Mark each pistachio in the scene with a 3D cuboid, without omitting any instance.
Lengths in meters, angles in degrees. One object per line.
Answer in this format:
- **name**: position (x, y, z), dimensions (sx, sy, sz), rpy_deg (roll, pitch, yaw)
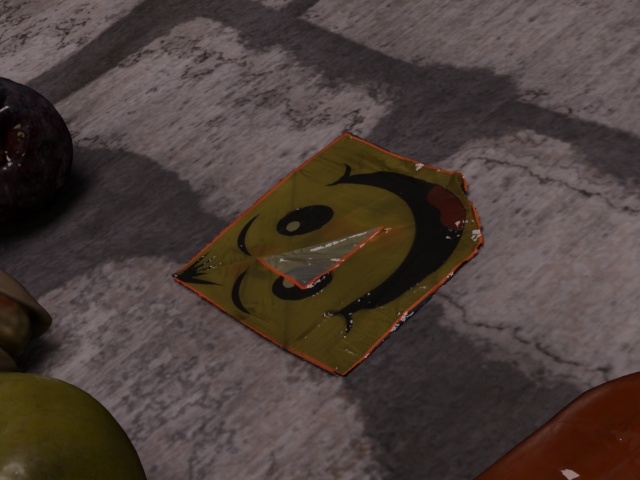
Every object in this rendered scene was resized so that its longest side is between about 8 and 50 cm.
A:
- **pistachio**: position (-0.381, 0.070, 1.114), dimensions (0.215, 0.144, 0.144), rpy_deg (11, 48, 24)

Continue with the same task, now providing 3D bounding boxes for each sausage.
- **sausage**: position (0.181, 0.178, 0.735), dimensions (0.258, 0.133, 0.133), rpy_deg (-32, 39, -18)

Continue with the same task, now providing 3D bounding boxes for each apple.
- **apple**: position (-0.259, 0.216, 0.840), dimensions (0.260, 0.194, 0.261), rpy_deg (-9, 35, 6)

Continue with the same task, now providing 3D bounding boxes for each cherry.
- **cherry**: position (-0.394, -0.110, 1.308), dimensions (0.195, 0.195, 0.195), rpy_deg (-13, 39, 11)

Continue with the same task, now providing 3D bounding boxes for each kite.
- **kite**: position (0.001, 0.002, 1.122), dimensions (0.327, 0.013, 0.377), rpy_deg (-14, 39, 10)
